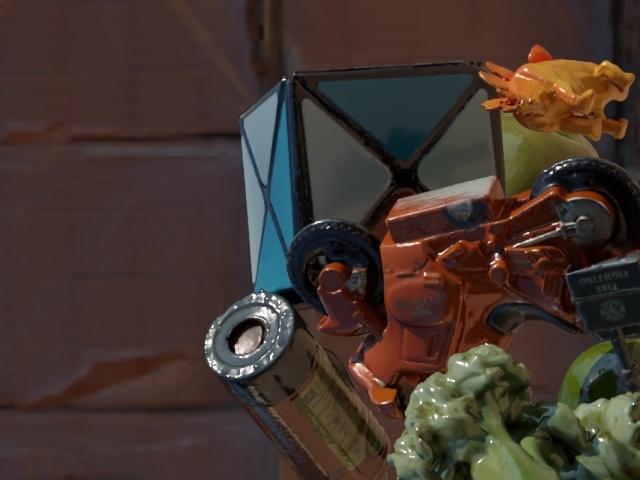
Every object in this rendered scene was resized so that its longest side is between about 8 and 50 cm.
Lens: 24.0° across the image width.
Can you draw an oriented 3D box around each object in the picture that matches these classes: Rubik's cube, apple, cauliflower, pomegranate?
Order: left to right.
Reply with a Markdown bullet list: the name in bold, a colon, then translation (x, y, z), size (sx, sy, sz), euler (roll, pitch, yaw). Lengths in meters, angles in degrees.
- **Rubik's cube**: translation (0.054, -0.056, 1.697), size (0.246, 0.250, 0.248), euler (155, 109, -73)
- **apple**: translation (0.312, -0.084, 2.349), size (0.262, 0.262, 0.262), euler (180, 90, -85)
- **cauliflower**: translation (0.140, 0.232, 0.994), size (0.327, 0.260, 0.281), euler (65, -157, 6)
- **pomegranate**: translation (0.391, 0.213, 1.919), size (0.248, 0.202, 0.202), euler (-62, -24, -65)

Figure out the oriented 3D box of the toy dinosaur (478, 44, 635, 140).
- **toy dinosaur**: translation (0.202, -0.133, 1.361), size (0.288, 0.117, 0.070), euler (-15, -58, -55)

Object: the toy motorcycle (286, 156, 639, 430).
- **toy motorcycle**: translation (0.141, 0.056, 1.237), size (0.221, 0.325, 0.148), euler (68, -155, -19)

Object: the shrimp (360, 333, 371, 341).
- **shrimp**: translation (0.161, 0.117, 1.964), size (0.133, 0.236, 0.053), euler (-25, 67, 53)

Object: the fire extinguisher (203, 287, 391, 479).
- **fire extinguisher**: translation (0.006, 0.183, 1.736), size (0.376, 0.113, 0.200), euler (58, -139, -44)
